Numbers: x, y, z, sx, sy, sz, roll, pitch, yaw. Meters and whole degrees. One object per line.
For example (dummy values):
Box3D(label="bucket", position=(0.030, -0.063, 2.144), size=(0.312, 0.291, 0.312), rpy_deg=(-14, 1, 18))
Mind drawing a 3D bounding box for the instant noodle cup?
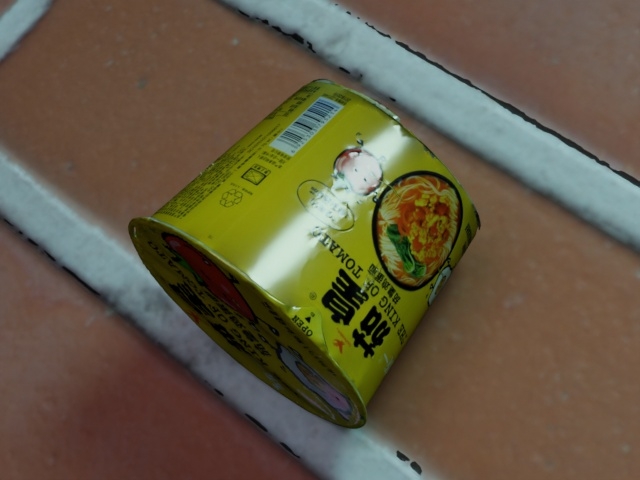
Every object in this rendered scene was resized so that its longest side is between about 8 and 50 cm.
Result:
Box3D(label="instant noodle cup", position=(0.000, 0.000, 1.179), size=(0.182, 0.182, 0.144), rpy_deg=(30, 71, 37))
